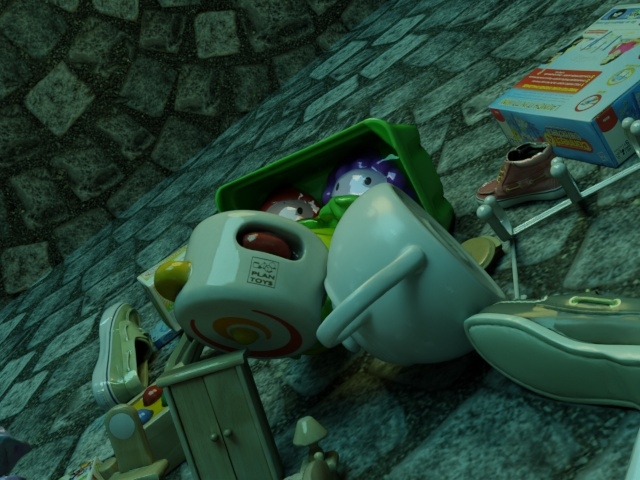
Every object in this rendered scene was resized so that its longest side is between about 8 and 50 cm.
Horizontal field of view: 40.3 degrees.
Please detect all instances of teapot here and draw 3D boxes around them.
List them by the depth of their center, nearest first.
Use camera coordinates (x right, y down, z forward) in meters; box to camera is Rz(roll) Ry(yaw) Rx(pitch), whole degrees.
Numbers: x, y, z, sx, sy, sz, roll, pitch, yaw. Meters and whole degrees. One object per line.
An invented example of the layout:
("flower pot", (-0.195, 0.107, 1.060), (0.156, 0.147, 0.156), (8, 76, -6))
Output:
("teapot", (0.093, 0.066, 1.077), (0.187, 0.256, 0.252), (-45, 32, 10))

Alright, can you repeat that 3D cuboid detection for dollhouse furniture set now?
("dollhouse furniture set", (-0.149, 0.253, 0.938), (0.303, 0.174, 0.355), (-18, 4, 7))

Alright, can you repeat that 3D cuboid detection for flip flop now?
("flip flop", (-0.218, 0.123, 1.503), (0.277, 0.080, 0.112), (-61, 16, 17))

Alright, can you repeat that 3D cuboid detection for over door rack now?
("over door rack", (0.327, -0.037, 1.094), (0.239, 0.108, 0.324), (-30, 21, 18))

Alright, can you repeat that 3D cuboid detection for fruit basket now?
("fruit basket", (0.000, 0.000, 1.360), (0.392, 0.283, 0.392), (-25, 6, 3))

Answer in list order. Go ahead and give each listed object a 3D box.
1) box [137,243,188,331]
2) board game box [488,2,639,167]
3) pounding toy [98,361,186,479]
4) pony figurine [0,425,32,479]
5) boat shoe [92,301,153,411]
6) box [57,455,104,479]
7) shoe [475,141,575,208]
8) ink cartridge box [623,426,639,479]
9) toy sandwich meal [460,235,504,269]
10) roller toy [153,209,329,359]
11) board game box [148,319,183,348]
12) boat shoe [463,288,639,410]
("box", (-0.242, 0.071, 1.726), (0.203, 0.114, 0.103), (-35, 20, -16))
("board game box", (0.468, -0.257, 1.381), (0.302, 0.086, 0.308), (-38, 20, -6))
("pounding toy", (-0.272, 0.288, 1.359), (0.206, 0.094, 0.181), (-38, 20, -6))
("pony figurine", (-0.375, 0.338, 0.809), (0.351, 0.302, 0.364), (-32, -32, -57))
("boat shoe", (-0.371, 0.217, 1.694), (0.094, 0.109, 0.302), (-19, 31, 4))
("box", (-0.433, 0.435, 1.376), (0.207, 0.036, 0.114), (-33, 21, 8))
("shoe", (0.294, -0.100, 1.322), (0.178, 0.081, 0.063), (-7, 34, 53))
("ink cartridge box", (0.317, 0.273, 0.425), (0.384, 0.091, 0.308), (6, 55, 37))
("toy sandwich meal", (0.220, 0.028, 1.240), (0.085, 0.029, 0.086), (-31, 32, 22))
("roller toy", (-0.088, 0.065, 1.123), (0.191, 0.209, 0.146), (-11, 53, 30))
("board game box", (-0.303, 0.172, 1.768), (0.090, 0.020, 0.090), (-37, 20, -5))
("boat shoe", (0.277, 0.102, 0.875), (0.091, 0.109, 0.305), (-45, 28, -25))
